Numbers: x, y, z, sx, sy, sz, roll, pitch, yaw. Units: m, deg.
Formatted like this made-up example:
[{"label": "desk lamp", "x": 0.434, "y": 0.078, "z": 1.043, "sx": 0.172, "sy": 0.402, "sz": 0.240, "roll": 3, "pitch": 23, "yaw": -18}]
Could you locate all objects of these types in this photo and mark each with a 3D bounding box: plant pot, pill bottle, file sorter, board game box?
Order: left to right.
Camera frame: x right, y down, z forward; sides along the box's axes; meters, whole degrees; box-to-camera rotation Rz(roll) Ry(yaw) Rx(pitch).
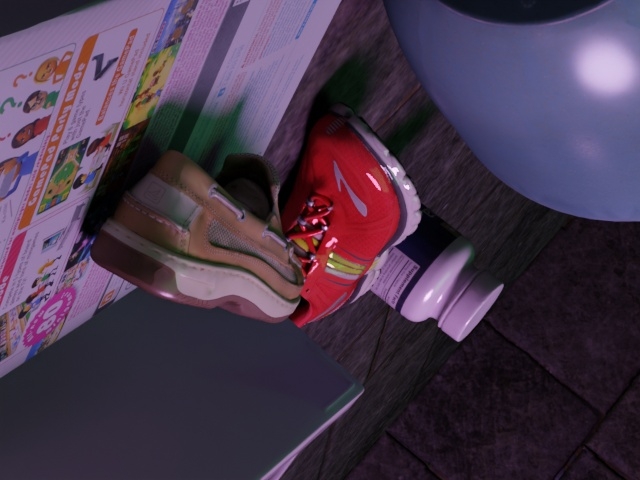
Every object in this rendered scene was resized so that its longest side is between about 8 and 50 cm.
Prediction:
[{"label": "board game box", "x": -0.119, "y": -0.052, "z": 0.611, "sx": 0.303, "sy": 0.097, "sz": 0.224, "roll": -37, "pitch": 160, "yaw": -53}, {"label": "file sorter", "x": -0.149, "y": 0.124, "z": 0.787, "sx": 0.173, "sy": 0.193, "sz": 0.278, "roll": -56, "pitch": 167, "yaw": 32}, {"label": "pill bottle", "x": 0.084, "y": 0.016, "z": 1.328, "sx": 0.094, "sy": 0.169, "sz": 0.094, "roll": -48, "pitch": 167, "yaw": -15}, {"label": "plant pot", "x": 0.165, "y": -0.178, "z": 0.867, "sx": 0.293, "sy": 0.293, "sz": 0.235, "roll": -53, "pitch": 152, "yaw": 6}]

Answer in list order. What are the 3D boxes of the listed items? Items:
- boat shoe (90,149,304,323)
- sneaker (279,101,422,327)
[{"label": "boat shoe", "x": -0.040, "y": -0.006, "z": 0.672, "sx": 0.072, "sy": 0.068, "sz": 0.190, "roll": -64, "pitch": 167, "yaw": 2}, {"label": "sneaker", "x": 0.000, "y": 0.000, "z": 1.163, "sx": 0.118, "sy": 0.107, "sz": 0.279, "roll": -35, "pitch": 159, "yaw": -25}]
